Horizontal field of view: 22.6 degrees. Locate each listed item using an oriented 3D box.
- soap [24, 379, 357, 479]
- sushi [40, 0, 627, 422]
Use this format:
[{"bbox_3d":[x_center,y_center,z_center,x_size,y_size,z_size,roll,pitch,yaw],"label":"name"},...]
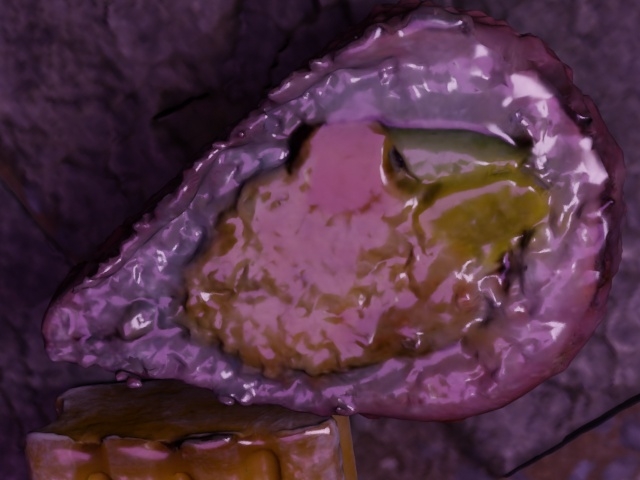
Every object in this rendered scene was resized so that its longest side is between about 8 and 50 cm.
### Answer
[{"bbox_3d":[-0.046,0.181,0.743,0.140,0.073,0.232,-4,108,10],"label":"soap"},{"bbox_3d":[0.015,0.013,0.657,0.241,0.107,0.161,-40,96,13],"label":"sushi"}]
